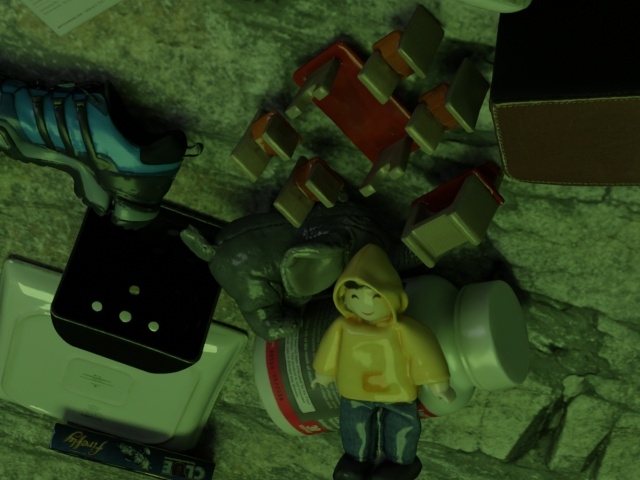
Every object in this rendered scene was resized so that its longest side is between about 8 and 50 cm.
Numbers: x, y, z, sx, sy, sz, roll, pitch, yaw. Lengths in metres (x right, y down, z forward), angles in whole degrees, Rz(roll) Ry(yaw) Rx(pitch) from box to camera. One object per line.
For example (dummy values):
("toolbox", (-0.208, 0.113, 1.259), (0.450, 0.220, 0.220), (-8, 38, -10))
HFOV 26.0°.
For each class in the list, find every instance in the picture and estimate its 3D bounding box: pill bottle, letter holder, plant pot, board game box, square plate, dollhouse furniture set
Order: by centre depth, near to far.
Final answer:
("letter holder", (0.337, -0.124, 1.380), (0.301, 0.152, 0.214), (-1, 140, 16))
("dollhouse furniture set", (0.080, -0.107, 1.516), (0.262, 0.135, 0.259), (-29, 114, 39))
("pill bottle", (0.090, 0.139, 1.734), (0.318, 0.176, 0.176), (-13, 134, 28))
("plant pot", (-0.231, 0.068, 1.748), (0.188, 0.188, 0.167), (20, 153, -8))
("square plate", (-0.312, 0.186, 1.998), (0.347, 0.049, 0.344), (19, 140, -7))
("board game box", (-0.283, 0.331, 2.112), (0.243, 0.042, 0.165), (15, 168, -2))

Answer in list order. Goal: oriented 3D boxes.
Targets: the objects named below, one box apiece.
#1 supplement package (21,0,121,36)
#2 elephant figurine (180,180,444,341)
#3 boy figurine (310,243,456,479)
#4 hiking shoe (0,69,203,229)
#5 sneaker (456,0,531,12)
("supplement package", (-0.256, -0.363, 1.233), (0.175, 0.178, 0.293), (-21, 129, 35))
("elephant figurine", (0.000, 0.000, 1.640), (0.239, 0.186, 0.169), (-32, 81, 28))
("boy figurine", (0.071, 0.146, 1.591), (0.177, 0.092, 0.285), (10, 115, 24))
("hiking shoe", (-0.292, -0.144, 1.585), (0.304, 0.113, 0.132), (32, 107, -13))
("sneaker", (0.094, -0.277, 1.330), (0.235, 0.090, 0.095), (24, 152, -8))
